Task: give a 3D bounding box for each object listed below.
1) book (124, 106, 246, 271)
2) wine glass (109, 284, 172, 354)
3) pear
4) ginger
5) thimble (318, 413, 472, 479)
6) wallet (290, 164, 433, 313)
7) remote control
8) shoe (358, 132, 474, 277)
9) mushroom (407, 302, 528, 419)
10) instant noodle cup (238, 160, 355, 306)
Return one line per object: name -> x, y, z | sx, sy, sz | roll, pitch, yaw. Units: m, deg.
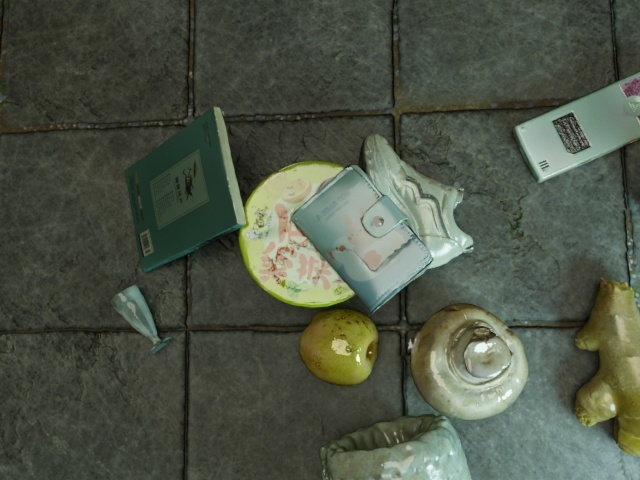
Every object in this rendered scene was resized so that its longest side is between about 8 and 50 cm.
book -> -0.312, -0.101, 1.533 | 0.379, 0.031, 0.264 | -21, 77, 42
wine glass -> -0.413, 0.183, 1.593 | 0.073, 0.073, 0.155 | -37, 79, 0
pear -> 0.038, 0.227, 1.498 | 0.178, 0.178, 0.178 | -1, 82, 7
ginger -> 0.638, 0.280, 1.454 | 0.236, 0.166, 0.375 | -44, 54, 34
thimble -> 0.151, 0.471, 1.373 | 0.291, 0.291, 0.195 | -16, 84, 4
wallet -> 0.082, -0.008, 1.341 | 0.176, 0.075, 0.250 | -41, 79, 5
remote control -> 0.614, -0.258, 1.548 | 0.344, 0.050, 0.145 | -23, 80, 2
shoe -> 0.213, -0.092, 1.541 | 0.210, 0.132, 0.342 | -17, 77, -8
mushroom -> 0.300, 0.249, 1.436 | 0.254, 0.184, 0.255 | 1, 81, -8
instant noodle cup -> 0.000, 0.000, 1.496 | 0.311, 0.221, 0.311 | -1, 82, 7
